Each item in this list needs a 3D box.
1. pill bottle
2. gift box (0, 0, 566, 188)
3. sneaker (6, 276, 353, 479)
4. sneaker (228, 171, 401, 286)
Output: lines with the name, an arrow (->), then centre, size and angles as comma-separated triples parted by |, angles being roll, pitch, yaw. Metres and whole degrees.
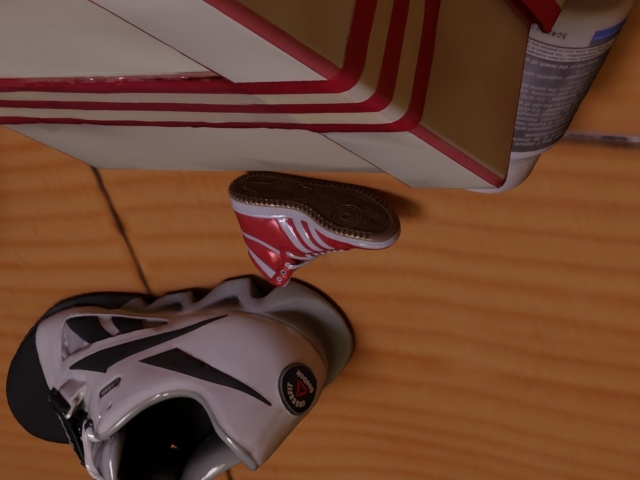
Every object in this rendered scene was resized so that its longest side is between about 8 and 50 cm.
pill bottle -> 0.098, -0.090, 0.778 | 0.078, 0.078, 0.137 | 28, 140, 5
gift box -> -0.042, -0.178, 0.615 | 0.258, 0.276, 0.255 | 4, 173, 33
sneaker -> -0.138, 0.119, 1.100 | 0.330, 0.146, 0.122 | -16, 122, 44
sneaker -> 0.000, 0.000, 0.963 | 0.118, 0.042, 0.067 | 16, 135, 30
